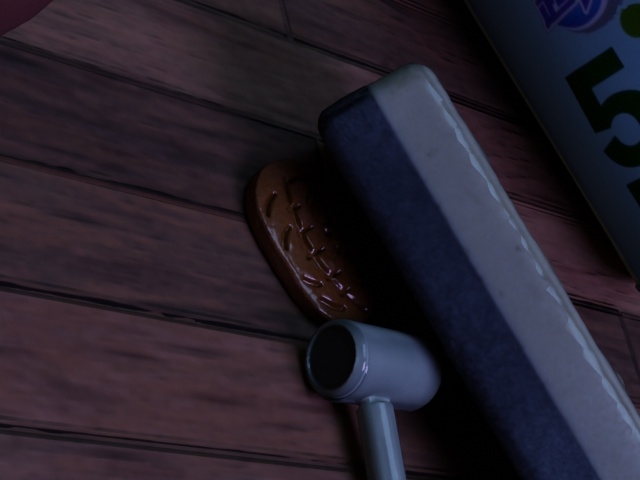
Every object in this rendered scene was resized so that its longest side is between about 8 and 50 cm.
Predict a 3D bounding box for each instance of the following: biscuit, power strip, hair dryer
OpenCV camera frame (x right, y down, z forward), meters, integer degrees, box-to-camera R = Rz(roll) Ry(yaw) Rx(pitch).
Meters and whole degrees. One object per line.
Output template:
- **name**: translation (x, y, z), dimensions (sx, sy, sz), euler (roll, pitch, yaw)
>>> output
- **biscuit**: translation (0.000, 0.000, 0.836), dimensions (0.091, 0.015, 0.078), euler (57, 34, -1)
- **power strip**: translation (0.090, 0.038, 0.839), dimensions (0.256, 0.070, 0.105), euler (61, 3, 4)
- **hair dryer**: translation (0.033, 0.099, 0.785), dimensions (0.063, 0.038, 0.124), euler (13, 59, -46)

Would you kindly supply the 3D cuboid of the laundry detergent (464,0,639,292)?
- **laundry detergent**: translation (0.236, -0.168, 1.023), dimensions (0.305, 0.287, 0.287), euler (58, 34, 1)

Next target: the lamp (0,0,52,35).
- **lamp**: translation (-0.181, -0.197, 0.575), dimensions (0.305, 0.239, 0.305), euler (1, 80, -8)
